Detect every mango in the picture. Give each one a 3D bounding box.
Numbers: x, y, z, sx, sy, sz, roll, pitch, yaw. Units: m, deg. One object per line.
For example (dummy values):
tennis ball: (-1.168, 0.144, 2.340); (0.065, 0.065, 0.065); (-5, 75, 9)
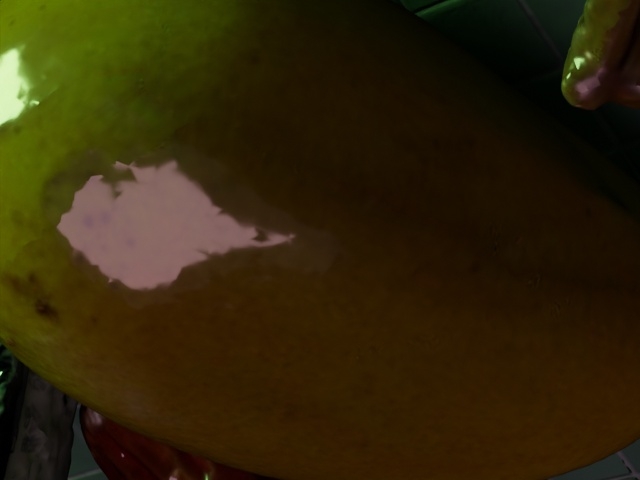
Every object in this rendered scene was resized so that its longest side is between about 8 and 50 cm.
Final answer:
mango: (0.000, 0.000, 1.071); (0.445, 0.232, 0.300); (19, 129, -8)

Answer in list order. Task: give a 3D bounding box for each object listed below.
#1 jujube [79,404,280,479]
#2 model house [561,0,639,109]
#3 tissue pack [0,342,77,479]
jujube: (-0.020, 0.165, 1.259); (0.290, 0.197, 0.197); (40, 133, -6)
model house: (0.226, -0.146, 0.855); (0.229, 0.199, 0.219); (-14, 128, 32)
tissue pack: (-0.307, 0.049, 1.237); (0.332, 0.245, 0.123); (4, 170, 20)
